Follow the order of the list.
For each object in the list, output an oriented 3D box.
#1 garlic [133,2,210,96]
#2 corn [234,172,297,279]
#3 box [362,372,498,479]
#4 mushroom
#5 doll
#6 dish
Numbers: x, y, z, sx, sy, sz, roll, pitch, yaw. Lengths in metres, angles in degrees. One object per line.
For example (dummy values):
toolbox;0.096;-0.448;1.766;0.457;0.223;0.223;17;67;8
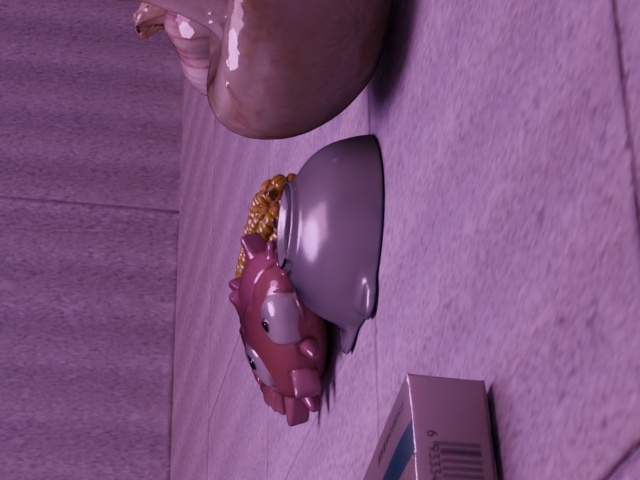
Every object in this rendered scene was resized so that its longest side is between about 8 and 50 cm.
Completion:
garlic;-0.113;-0.266;1.952;0.245;0.253;0.245;-5;-84;-54
corn;-0.051;0.025;2.021;0.292;0.101;0.101;102;168;-56
box;0.065;0.277;1.289;0.343;0.065;0.200;107;164;-50
mushroom;-0.075;-0.251;1.685;0.297;0.290;0.297;-173;90;-82
doll;-0.044;0.101;1.895;0.262;0.093;0.211;102;148;-53
dish;0.000;0.000;1.737;0.236;0.086;0.228;-117;33;-73
